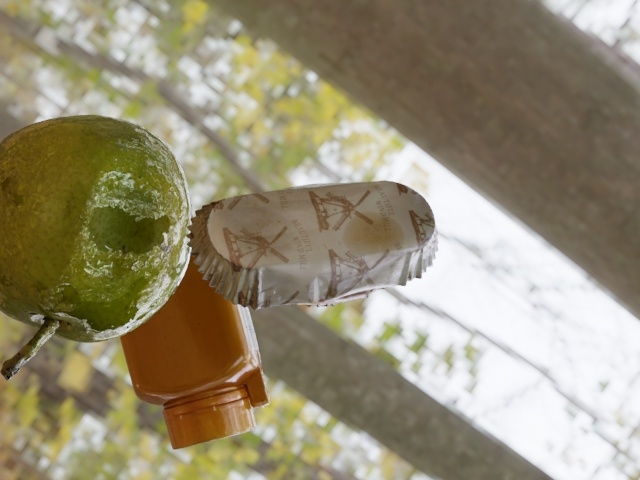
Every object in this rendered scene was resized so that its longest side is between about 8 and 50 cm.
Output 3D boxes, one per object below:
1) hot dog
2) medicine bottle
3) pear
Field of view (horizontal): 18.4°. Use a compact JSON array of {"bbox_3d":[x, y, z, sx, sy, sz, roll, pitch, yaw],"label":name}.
[{"bbox_3d":[0.000,0.000,1.412,0.099,0.192,0.053,68,-29,22],"label":"hot dog"},{"bbox_3d":[-0.151,0.123,2.291,0.149,0.222,0.112,-15,177,4],"label":"medicine bottle"},{"bbox_3d":[-0.186,0.011,1.497,0.166,0.180,0.216,-10,-122,40],"label":"pear"}]
